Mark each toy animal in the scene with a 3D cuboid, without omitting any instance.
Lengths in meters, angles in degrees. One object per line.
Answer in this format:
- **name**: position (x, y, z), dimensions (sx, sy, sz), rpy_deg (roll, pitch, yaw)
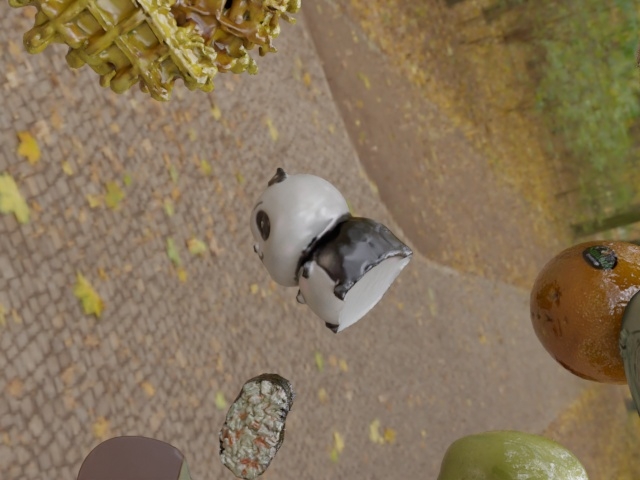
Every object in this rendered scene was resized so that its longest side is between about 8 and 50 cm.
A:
- **toy animal**: position (-0.003, 0.007, 1.455), dimensions (0.235, 0.165, 0.187), rpy_deg (38, -28, 17)

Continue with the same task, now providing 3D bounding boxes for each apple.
- **apple**: position (0.335, 0.467, 1.700), dimensions (0.279, 0.279, 0.279), rpy_deg (-17, 90, -73)

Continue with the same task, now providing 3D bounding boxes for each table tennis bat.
- **table tennis bat**: position (-0.249, 0.391, 1.528), dimensions (0.021, 0.274, 0.154), rpy_deg (94, 7, -57)

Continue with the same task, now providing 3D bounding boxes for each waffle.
- **waffle**: position (-0.110, -0.185, 0.612), dimensions (0.070, 0.197, 0.193), rpy_deg (-72, 155, -62)

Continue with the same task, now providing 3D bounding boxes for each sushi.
- **sushi**: position (-0.094, 0.269, 1.413), dimensions (0.078, 0.090, 0.150), rpy_deg (-45, 155, -82)

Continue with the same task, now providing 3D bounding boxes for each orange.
- **orange**: position (0.382, 0.095, 1.302), dimensions (0.206, 0.206, 0.206), rpy_deg (-17, 90, -73)

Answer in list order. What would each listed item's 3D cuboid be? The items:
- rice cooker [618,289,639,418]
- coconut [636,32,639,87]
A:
- **rice cooker**: position (0.504, 0.143, 1.074), dimensions (0.288, 0.277, 0.288), rpy_deg (162, -90, -89)
- **coconut**: position (0.475, -0.210, 1.113), dimensions (0.230, 0.227, 0.227), rpy_deg (-38, 111, -55)
